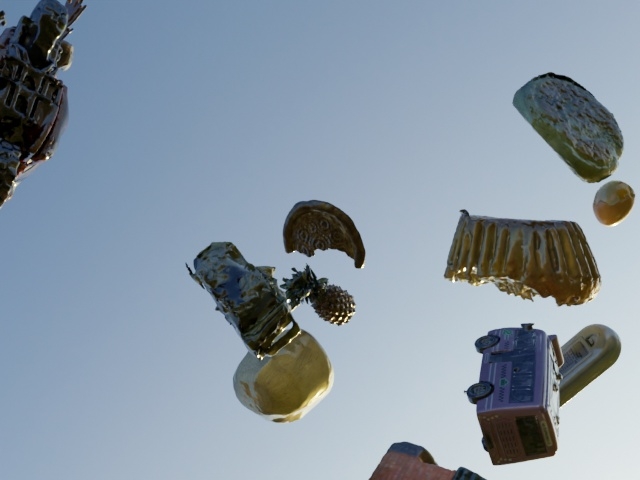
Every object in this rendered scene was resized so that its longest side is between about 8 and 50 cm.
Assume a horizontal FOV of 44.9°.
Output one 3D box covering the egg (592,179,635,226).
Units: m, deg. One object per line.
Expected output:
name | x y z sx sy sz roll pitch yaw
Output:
egg | 0.534 -0.066 1.416 0.071 0.071 0.083 41 -109 -38

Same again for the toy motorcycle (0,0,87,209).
toy motorcycle | -0.361 -0.183 0.904 0.134 0.401 0.207 27 -34 -35

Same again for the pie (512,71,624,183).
pie | 0.452 -0.210 1.405 0.241 0.240 0.054 6 -34 -27

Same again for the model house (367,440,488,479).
model house | 0.184 0.458 1.113 0.271 0.301 0.190 -49 -62 -35

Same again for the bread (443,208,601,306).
bread | 0.354 0.030 1.353 0.274 0.274 0.149 4 -85 -27

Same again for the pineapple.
pineapple | 0.001 0.130 1.675 0.103 0.083 0.221 -48 -44 7

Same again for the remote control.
remote control | 0.434 0.242 1.397 0.047 0.087 0.244 29 -66 -33

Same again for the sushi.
sushi | -0.134 0.088 1.404 0.139 0.291 0.131 -40 -52 -7

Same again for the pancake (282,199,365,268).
pancake | 0.000 0.000 1.603 0.190 0.020 0.184 -30 -84 40

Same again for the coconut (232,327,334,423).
coconut | -0.075 0.286 1.689 0.224 0.224 0.224 -12 -55 -18

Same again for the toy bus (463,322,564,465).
toy bus | 0.258 0.194 1.014 0.108 0.199 0.096 -12 -68 23
